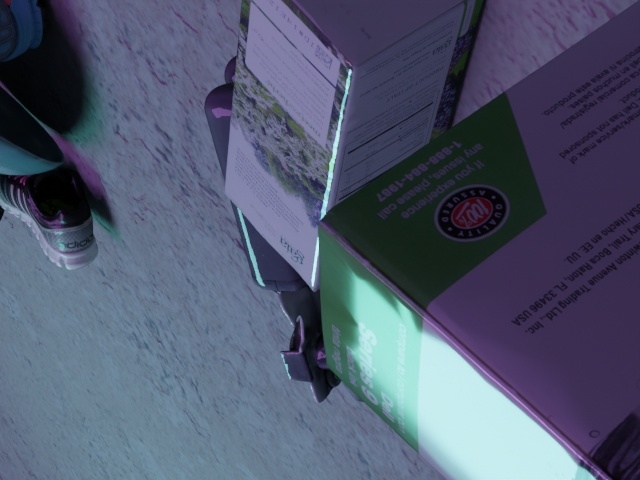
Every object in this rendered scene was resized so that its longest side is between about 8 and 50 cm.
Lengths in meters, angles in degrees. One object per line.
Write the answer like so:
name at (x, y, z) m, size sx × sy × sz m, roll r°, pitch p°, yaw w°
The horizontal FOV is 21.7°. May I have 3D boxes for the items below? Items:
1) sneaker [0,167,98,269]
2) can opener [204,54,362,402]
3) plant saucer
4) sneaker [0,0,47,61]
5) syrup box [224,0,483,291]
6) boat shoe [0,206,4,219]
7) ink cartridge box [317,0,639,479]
sneaker at (-0.267, -0.049, 1.613) m, size 0.170 × 0.063 × 0.075 m, roll 47°, pitch 144°, yaw 34°
can opener at (0.000, 0.000, 1.171) m, size 0.095 × 0.076 × 0.283 m, roll 3°, pitch 131°, yaw 22°
plant saucer at (-0.365, -0.154, 1.483) m, size 0.317 × 0.044 × 0.317 m, roll 39°, pitch -176°, yaw -3°
sneaker at (-0.330, -0.255, 1.378) m, size 0.104 × 0.125 × 0.262 m, roll 5°, pitch 126°, yaw 60°
syrup box at (0.013, -0.081, 0.976) m, size 0.093 × 0.096 × 0.237 m, roll 48°, pitch 156°, yaw 21°
boat shoe at (-0.365, -0.048, 1.713) m, size 0.092 × 0.103 × 0.285 m, roll 41°, pitch -179°, yaw -14°
ink cartridge box at (0.169, 0.056, 0.701) m, size 0.289 × 0.211 × 0.122 m, roll 43°, pitch 153°, yaw 29°
